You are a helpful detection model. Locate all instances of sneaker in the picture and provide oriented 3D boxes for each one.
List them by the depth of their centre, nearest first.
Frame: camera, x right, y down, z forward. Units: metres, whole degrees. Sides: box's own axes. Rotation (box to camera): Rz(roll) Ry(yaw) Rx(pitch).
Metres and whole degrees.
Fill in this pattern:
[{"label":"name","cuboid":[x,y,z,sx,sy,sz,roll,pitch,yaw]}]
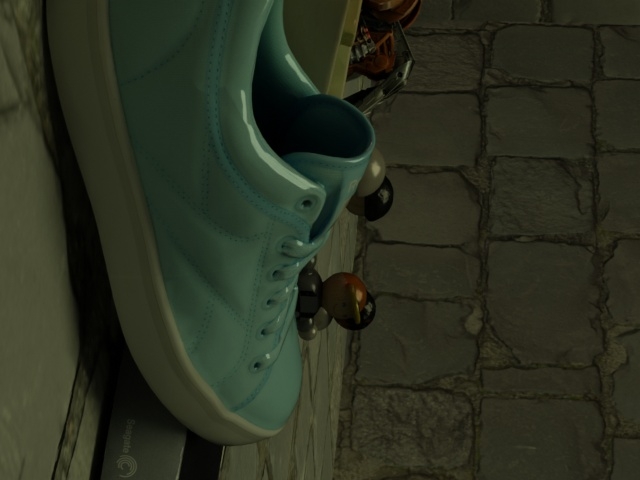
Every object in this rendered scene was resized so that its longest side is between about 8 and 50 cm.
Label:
[{"label":"sneaker","cuboid":[-0.038,-0.012,0.860,0.135,0.150,0.366,-73,155,-44]}]

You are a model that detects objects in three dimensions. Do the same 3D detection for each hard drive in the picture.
[{"label":"hard drive","cuboid":[-0.100,0.099,1.037,0.172,0.054,0.254,86,8,-52]}]

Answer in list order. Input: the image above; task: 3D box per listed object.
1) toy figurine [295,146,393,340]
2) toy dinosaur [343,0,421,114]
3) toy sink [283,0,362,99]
[{"label":"toy figurine","cuboid":[0.000,0.000,1.602,0.213,0.148,0.209,72,21,-77]},{"label":"toy dinosaur","cuboid":[0.008,-0.206,1.117,0.322,0.218,0.164,-37,167,-26]},{"label":"toy sink","cuboid":[-0.036,-0.164,0.928,0.152,0.131,0.234,-79,-177,-47]}]
